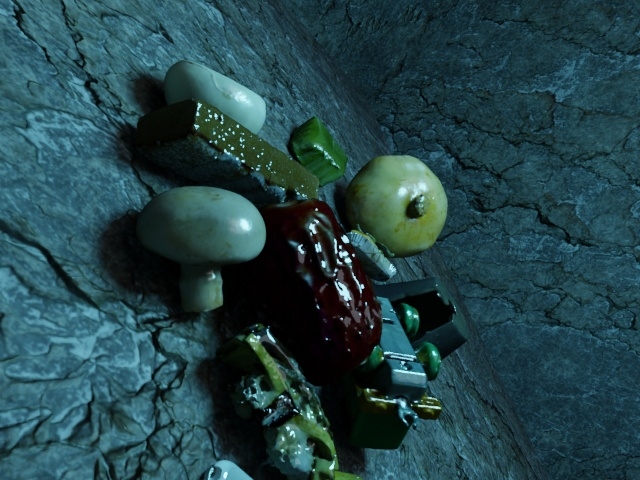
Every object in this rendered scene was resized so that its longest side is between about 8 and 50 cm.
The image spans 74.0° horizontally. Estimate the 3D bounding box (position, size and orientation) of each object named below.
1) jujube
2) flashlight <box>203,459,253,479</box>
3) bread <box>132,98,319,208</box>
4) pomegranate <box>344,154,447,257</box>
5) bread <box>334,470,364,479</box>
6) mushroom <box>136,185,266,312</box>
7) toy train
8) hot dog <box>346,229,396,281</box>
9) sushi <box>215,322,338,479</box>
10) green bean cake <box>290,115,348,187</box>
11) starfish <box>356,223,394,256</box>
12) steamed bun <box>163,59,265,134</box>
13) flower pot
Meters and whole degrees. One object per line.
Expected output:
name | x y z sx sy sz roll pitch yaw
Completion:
jujube | -0.027 0.083 0.838 0.376 0.258 0.258 57 20 18
flashlight | -0.093 0.389 0.622 0.200 0.048 0.093 51 24 -24
bread | -0.178 -0.159 0.930 0.417 0.165 0.113 24 63 -54
pomegranate | 0.293 -0.122 1.631 0.411 0.412 0.411 47 26 -31
bread | 0.046 0.497 0.772 0.187 0.065 0.149 46 31 -37
mushroom | -0.189 0.001 0.721 0.206 0.207 0.209 -77 152 -59
toy train | 0.129 0.288 0.983 0.179 0.248 0.429 12 23 -13
hot dog | 0.163 0.058 1.463 0.253 0.131 0.069 44 56 -29
sushi | -0.079 0.284 0.710 0.131 0.139 0.290 -34 93 -48
green bean cake | -0.005 -0.326 1.583 0.222 0.125 0.248 50 22 -21
starfish | 0.177 0.035 1.528 0.208 0.175 0.053 39 56 6
steamed bun | -0.245 -0.295 0.963 0.232 0.144 0.232 25 8 -4
flower pot | 0.329 0.270 1.411 0.379 0.251 0.379 48 23 -28
